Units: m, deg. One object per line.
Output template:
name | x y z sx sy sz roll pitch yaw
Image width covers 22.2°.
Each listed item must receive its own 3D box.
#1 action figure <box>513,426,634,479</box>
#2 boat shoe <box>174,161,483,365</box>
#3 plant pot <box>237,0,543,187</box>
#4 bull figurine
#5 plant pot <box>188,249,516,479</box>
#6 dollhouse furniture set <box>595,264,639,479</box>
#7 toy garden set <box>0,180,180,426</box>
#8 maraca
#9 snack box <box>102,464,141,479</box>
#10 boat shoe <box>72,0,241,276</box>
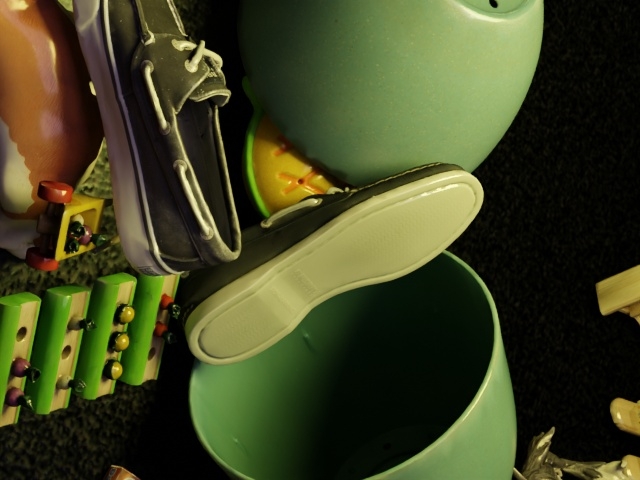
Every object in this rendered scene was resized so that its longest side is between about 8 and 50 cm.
action figure | 0.297 0.319 1.865 0.276 0.141 0.164 35 71 -42
boat shoe | 0.000 0.000 1.488 0.303 0.091 0.114 -26 137 -1
plant pot | 0.094 -0.212 1.519 0.290 0.195 0.290 14 59 -25
bull figurine | -0.229 -0.136 1.371 0.188 0.101 0.310 -35 121 -43
plant pot | 0.054 0.182 1.542 0.293 0.293 0.235 -53 139 -27
dollhouse furniture set | 0.435 0.159 1.938 0.161 0.212 0.242 22 52 -43
toy garden set | -0.180 0.046 1.376 0.244 0.049 0.203 -13 120 -61
maraca | -0.023 -0.089 1.567 0.127 0.099 0.185 -4 85 -42
snack box | -0.147 0.280 1.529 0.178 0.022 0.064 43 67 -36
boat shoe | -0.123 -0.124 1.321 0.108 0.102 0.301 -7 88 -66
